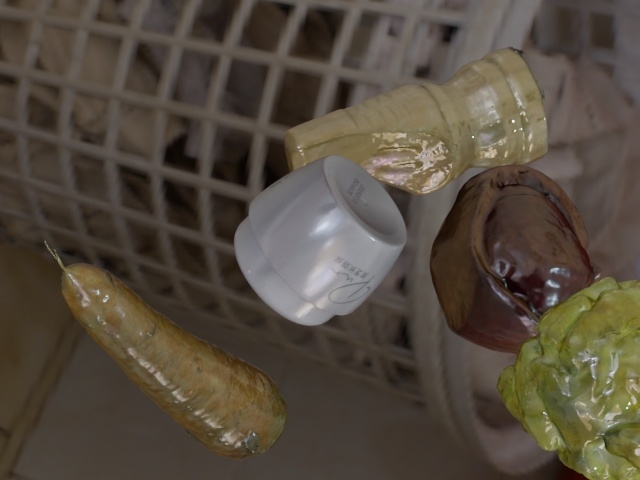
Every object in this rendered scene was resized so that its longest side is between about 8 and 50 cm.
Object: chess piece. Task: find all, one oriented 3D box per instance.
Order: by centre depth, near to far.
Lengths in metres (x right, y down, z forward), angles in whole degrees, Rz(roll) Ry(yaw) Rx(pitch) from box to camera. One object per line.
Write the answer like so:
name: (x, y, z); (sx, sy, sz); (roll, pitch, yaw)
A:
chess piece: (0.102, -0.115, 1.802); (0.301, 0.137, 0.137); (-18, 126, -17)

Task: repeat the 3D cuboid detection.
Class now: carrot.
carrot: (-0.119, 0.083, 1.182); (0.298, 0.078, 0.078); (46, 62, -48)

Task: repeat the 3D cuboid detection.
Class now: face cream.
face cream: (0.000, 0.000, 1.235); (0.104, 0.117, 0.117); (-41, 166, 26)

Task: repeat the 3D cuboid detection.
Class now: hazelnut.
hazelnut: (0.198, 0.019, 1.638); (0.170, 0.160, 0.201); (35, 64, -47)

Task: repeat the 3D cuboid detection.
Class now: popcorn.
popcorn: (0.253, 0.125, 1.416); (0.198, 0.212, 0.198); (12, 67, -29)
